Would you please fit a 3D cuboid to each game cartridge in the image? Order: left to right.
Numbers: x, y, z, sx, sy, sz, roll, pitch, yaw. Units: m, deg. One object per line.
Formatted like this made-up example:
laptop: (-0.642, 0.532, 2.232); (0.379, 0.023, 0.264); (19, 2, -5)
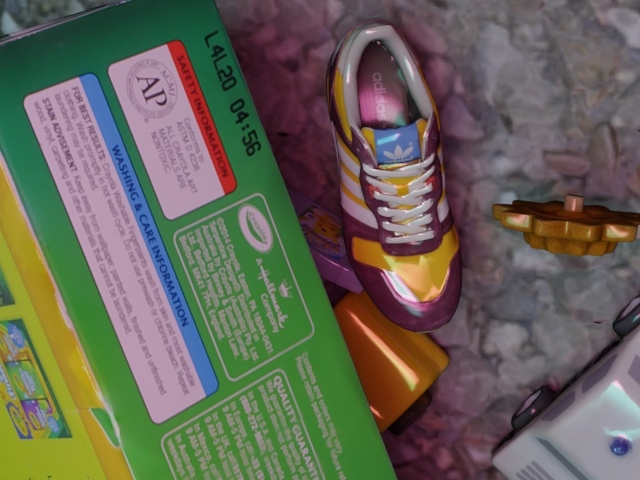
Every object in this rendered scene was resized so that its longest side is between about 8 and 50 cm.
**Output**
game cartridge: (0.000, 0.000, 0.903); (0.083, 0.056, 0.017); (32, 123, 9)

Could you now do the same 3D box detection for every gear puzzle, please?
gear puzzle: (0.250, 0.019, 0.742); (0.339, 0.175, 0.044); (10, 101, 19)

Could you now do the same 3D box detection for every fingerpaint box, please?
fingerpaint box: (-0.144, 0.109, 0.865); (0.371, 0.163, 0.444); (-10, 104, 51)

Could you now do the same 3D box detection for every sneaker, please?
sneaker: (0.041, -0.035, 0.836); (0.070, 0.084, 0.185); (-15, 89, -3)

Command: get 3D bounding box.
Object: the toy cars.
toy cars: (0.085, 0.116, 0.889); (0.394, 0.087, 0.176); (-3, 106, 22)
